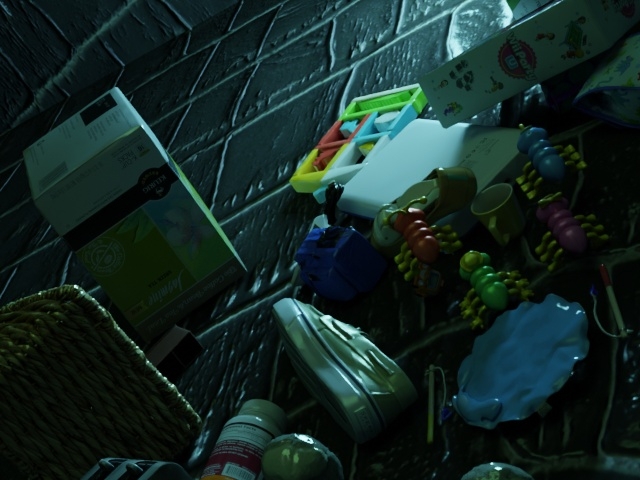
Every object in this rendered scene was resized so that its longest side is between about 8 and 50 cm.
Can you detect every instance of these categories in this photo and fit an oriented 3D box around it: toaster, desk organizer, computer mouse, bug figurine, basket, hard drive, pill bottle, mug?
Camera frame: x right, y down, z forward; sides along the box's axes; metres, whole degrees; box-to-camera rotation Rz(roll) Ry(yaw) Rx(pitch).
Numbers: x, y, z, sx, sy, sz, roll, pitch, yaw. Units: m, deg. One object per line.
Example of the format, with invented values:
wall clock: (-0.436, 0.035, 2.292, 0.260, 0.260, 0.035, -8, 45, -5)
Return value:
toaster: (-0.196, 0.340, 1.288, 0.110, 0.186, 0.168, -49, 20, -30)
desk organizer: (-0.247, 0.195, 1.732, 0.130, 0.047, 0.050, -47, 30, -21)
computer mouse: (0.000, 0.000, 1.742, 0.106, 0.042, 0.193, 110, 180, -53)
bug figurine: (0.226, -0.024, 1.395, 0.279, 0.072, 0.216, -34, 54, 2)
basket: (-0.348, 0.215, 1.530, 0.223, 0.299, 0.213, -46, 25, -15)
hard drive: (0.179, -0.102, 1.715, 0.210, 0.040, 0.318, -44, 27, -16)
pill bottle: (-0.092, 0.272, 1.362, 0.086, 0.086, 0.152, -18, 30, 33)
mug: (0.239, -0.028, 1.487, 0.078, 0.064, 0.062, -49, 28, -24)

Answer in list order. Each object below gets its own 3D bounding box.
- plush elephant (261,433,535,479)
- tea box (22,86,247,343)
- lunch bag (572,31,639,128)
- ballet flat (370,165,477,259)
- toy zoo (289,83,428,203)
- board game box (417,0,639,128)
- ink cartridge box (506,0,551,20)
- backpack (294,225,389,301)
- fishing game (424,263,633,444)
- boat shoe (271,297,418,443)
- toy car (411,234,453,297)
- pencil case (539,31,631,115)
plush elephant: (0.080, 0.325, 0.867, 0.255, 0.272, 0.330, -8, 64, 67)
tea box: (-0.328, -0.053, 1.933, 0.220, 0.323, 0.329, -37, 24, -3)
lunch bag: (0.439, -0.224, 1.533, 0.151, 0.096, 0.129, 12, 56, 45)
ballet flat: (0.123, -0.043, 1.565, 0.232, 0.073, 0.080, -39, 54, 45)
toy zoo: (0.064, -0.172, 1.991, 0.192, 0.030, 0.293, -6, 38, 47)
board game box: (0.328, -0.297, 1.680, 0.303, 0.097, 0.224, -24, 9, 41)
ink cartridge box: (0.437, -0.461, 1.822, 0.278, 0.201, 0.117, -24, 29, 23)
backpack: (0.017, 0.033, 1.623, 0.101, 0.098, 0.120, -50, 29, -20)
fishing game: (0.229, 0.140, 1.246, 0.264, 0.041, 0.189, -35, 24, 21)
boat shoe: (0.026, 0.155, 1.422, 0.094, 0.109, 0.302, -25, 32, -13)
toy car: (0.158, 0.028, 1.509, 0.040, 0.060, 0.122, 12, 52, 16)
pencil case: (0.406, -0.246, 1.654, 0.151, 0.064, 0.070, -28, 15, 18)
